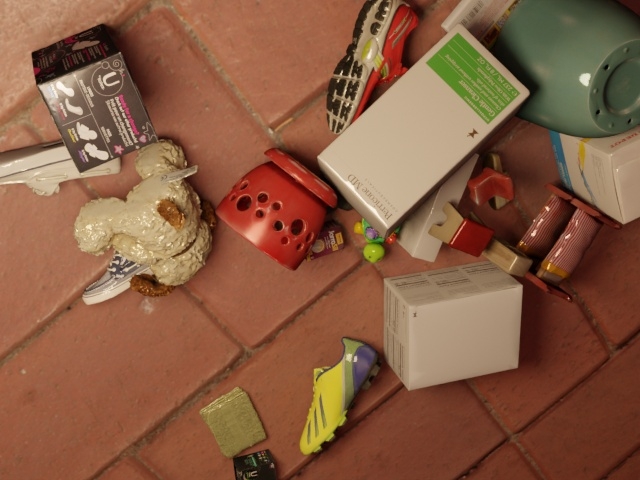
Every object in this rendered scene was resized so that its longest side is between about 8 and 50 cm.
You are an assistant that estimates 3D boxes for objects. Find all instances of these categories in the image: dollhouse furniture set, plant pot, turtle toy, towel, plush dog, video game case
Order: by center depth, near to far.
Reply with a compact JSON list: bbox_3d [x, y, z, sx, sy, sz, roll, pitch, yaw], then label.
[{"bbox_3d":[-0.273,-0.018,1.710,0.262,0.210,0.225,-51,143,-19],"label":"plush dog"},{"bbox_3d":[-0.073,-0.063,1.779,0.191,0.191,0.174,38,93,-28],"label":"plant pot"},{"bbox_3d":[0.518,-0.329,1.826,0.293,0.235,0.293,-12,122,-21],"label":"plant pot"},{"bbox_3d":[0.372,-0.443,1.853,0.206,0.026,0.227,37,96,-35],"label":"video game case"},{"bbox_3d":[0.424,-0.023,1.930,0.374,0.152,0.201,18,106,-45],"label":"dollhouse furniture set"},{"bbox_3d":[0.121,-0.019,1.934,0.095,0.066,0.130,13,107,-23],"label":"turtle toy"},{"bbox_3d":[-0.184,0.390,2.022,0.110,0.027,0.148,-28,117,-7],"label":"towel"}]

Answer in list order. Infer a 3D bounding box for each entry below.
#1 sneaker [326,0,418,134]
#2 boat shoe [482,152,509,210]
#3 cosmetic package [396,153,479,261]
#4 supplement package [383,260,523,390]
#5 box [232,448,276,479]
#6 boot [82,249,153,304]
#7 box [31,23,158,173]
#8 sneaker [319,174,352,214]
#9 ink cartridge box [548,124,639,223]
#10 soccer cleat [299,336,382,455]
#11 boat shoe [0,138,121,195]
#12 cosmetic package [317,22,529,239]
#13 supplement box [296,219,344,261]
[{"bbox_3d":[0.105,-0.318,1.785,0.118,0.107,0.279,14,109,-34],"label":"sneaker"},{"bbox_3d":[0.373,-0.129,1.989,0.045,0.050,0.135,-21,127,-13],"label":"boat shoe"},{"bbox_3d":[0.235,-0.086,1.929,0.060,0.099,0.239,13,107,-26],"label":"cosmetic package"},{"bbox_3d":[0.281,0.179,2.029,0.261,0.145,0.204,-9,114,-15],"label":"supplement package"},{"bbox_3d":[-0.143,0.504,2.070,0.083,0.052,0.062,-11,116,-16],"label":"box"},{"bbox_3d":[-0.377,0.042,1.793,0.190,0.069,0.086,-30,111,-15],"label":"boot"},{"bbox_3d":[-0.374,-0.240,1.564,0.142,0.247,0.163,-24,118,-7],"label":"box"},{"bbox_3d":[0.039,-0.118,1.872,0.089,0.051,0.170,15,109,-27],"label":"sneaker"},{"bbox_3d":[0.614,-0.172,1.947,0.171,0.233,0.168,-25,118,-7],"label":"ink cartridge box"},{"bbox_3d":[0.022,0.335,2.053,0.121,0.093,0.289,32,105,3],"label":"soccer cleat"},{"bbox_3d":[-0.484,-0.123,1.668,0.267,0.096,0.088,-18,112,-21],"label":"boat shoe"},{"bbox_3d":[0.188,-0.199,1.776,0.365,0.155,0.197,-45,84,-5],"label":"cosmetic package"},{"bbox_3d":[0.000,0.000,1.913,0.083,0.043,0.055,-20,116,-11],"label":"supplement box"}]
